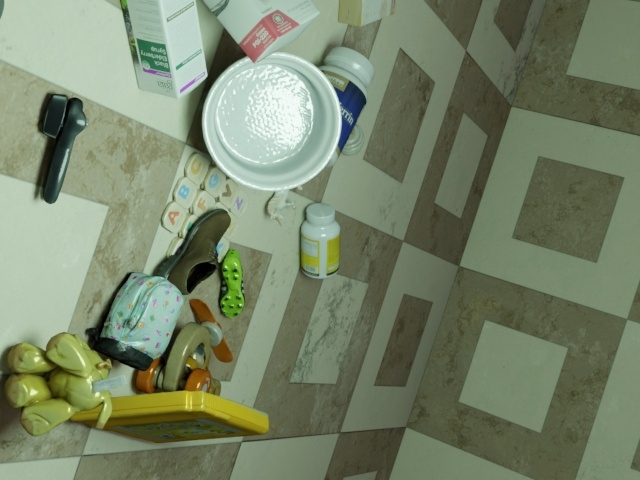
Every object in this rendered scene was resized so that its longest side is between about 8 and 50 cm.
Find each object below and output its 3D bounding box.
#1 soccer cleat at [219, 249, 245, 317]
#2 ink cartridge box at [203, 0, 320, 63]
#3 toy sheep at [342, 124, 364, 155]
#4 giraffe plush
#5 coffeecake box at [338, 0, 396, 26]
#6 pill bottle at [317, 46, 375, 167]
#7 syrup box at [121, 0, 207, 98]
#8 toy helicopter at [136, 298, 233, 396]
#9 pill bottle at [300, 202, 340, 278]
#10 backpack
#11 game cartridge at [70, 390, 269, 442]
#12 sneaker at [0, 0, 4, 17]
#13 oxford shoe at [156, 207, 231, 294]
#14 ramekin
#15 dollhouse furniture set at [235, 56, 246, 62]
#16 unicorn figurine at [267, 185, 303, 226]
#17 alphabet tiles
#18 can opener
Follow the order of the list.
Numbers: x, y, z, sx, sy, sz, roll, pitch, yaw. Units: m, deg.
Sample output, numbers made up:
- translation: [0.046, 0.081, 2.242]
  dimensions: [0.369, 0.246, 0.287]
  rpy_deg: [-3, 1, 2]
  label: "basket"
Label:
- translation: [-0.201, 0.102, 2.172]
  dimensions: [0.072, 0.060, 0.179]
  rpy_deg: [-82, 178, -52]
  label: "soccer cleat"
- translation: [-0.129, -0.466, 1.769]
  dimensions: [0.092, 0.218, 0.158]
  rpy_deg: [-38, -177, 44]
  label: "ink cartridge box"
- translation: [0.075, -0.266, 2.450]
  dimensions: [0.091, 0.091, 0.132]
  rpy_deg: [-63, 158, -17]
  label: "toy sheep"
- translation: [-0.447, 0.244, 1.691]
  dimensions: [0.170, 0.210, 0.182]
  rpy_deg: [-143, -124, -83]
  label: "giraffe plush"
- translation: [0.122, -0.623, 2.330]
  dimensions: [0.185, 0.068, 0.142]
  rpy_deg: [-35, 136, -51]
  label: "coffeecake box"
- translation: [0.021, -0.319, 2.230]
  dimensions: [0.265, 0.153, 0.153]
  rpy_deg: [-64, 153, -19]
  label: "pill bottle"
- translation: [-0.280, -0.381, 1.667]
  dimensions: [0.096, 0.093, 0.237]
  rpy_deg: [-47, 145, -41]
  label: "syrup box"
- translation: [-0.275, 0.286, 2.108]
  dimensions: [0.355, 0.140, 0.235]
  rpy_deg: [80, 27, -62]
  label: "toy helicopter"
- translation: [0.000, 0.000, 2.446]
  dimensions: [0.103, 0.103, 0.184]
  rpy_deg: [-41, 140, -47]
  label: "pill bottle"
- translation: [-0.352, 0.156, 1.844]
  dimensions: [0.182, 0.115, 0.152]
  rpy_deg: [-68, 151, -15]
  label: "backpack"
- translation: [-0.297, 0.362, 1.902]
  dimensions: [0.323, 0.285, 0.053]
  rpy_deg: [38, 47, -62]
  label: "game cartridge"
- translation: [-0.484, -0.350, 1.352]
  dimensions: [0.065, 0.061, 0.158]
  rpy_deg: [-84, -169, -85]
  label: "sneaker"
- translation: [-0.241, 0.029, 1.958]
  dimensions: [0.227, 0.096, 0.083]
  rpy_deg: [-59, 150, -28]
  label: "oxford shoe"
- translation: [-0.104, -0.249, 1.902]
  dimensions: [0.135, 0.277, 0.277]
  rpy_deg: [-122, -139, -71]
  label: "ramekin"
- translation: [-0.093, -0.308, 2.039]
  dimensions: [0.129, 0.128, 0.184]
  rpy_deg: [-40, 140, -48]
  label: "dollhouse furniture set"
- translation: [-0.090, -0.105, 2.269]
  dimensions: [0.111, 0.060, 0.162]
  rpy_deg: [16, 75, -64]
  label: "unicorn figurine"
- translation: [-0.240, -0.064, 2.030]
  dimensions: [0.284, 0.021, 0.278]
  rpy_deg: [-66, 153, -10]
  label: "alphabet tiles"
- translation: [-0.435, -0.152, 1.569]
  dimensions: [0.059, 0.073, 0.186]
  rpy_deg: [-120, -136, -72]
  label: "can opener"
